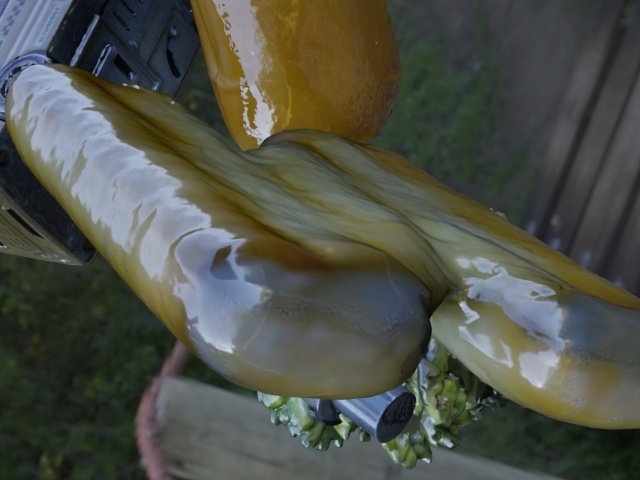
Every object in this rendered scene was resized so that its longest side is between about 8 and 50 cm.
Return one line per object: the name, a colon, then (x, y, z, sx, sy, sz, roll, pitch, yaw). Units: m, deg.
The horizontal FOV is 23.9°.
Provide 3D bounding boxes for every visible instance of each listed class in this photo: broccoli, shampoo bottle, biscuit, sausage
broccoli: (0.086, 0.086, 1.635, 0.272, 0.334, 0.324, 55, -143, -77)
shampoo bottle: (-0.019, 0.075, 1.145, 0.072, 0.214, 0.072, -34, -36, -30)
biscuit: (0.000, 0.000, 0.665, 0.291, 0.237, 0.062, 39, 113, 54)
sausage: (-0.038, -0.231, 0.975, 0.116, 0.134, 0.354, -77, -24, -74)

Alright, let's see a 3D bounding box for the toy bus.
toy bus: (-0.178, -0.134, 1.067, 0.139, 0.157, 0.289, 48, -125, -46)
